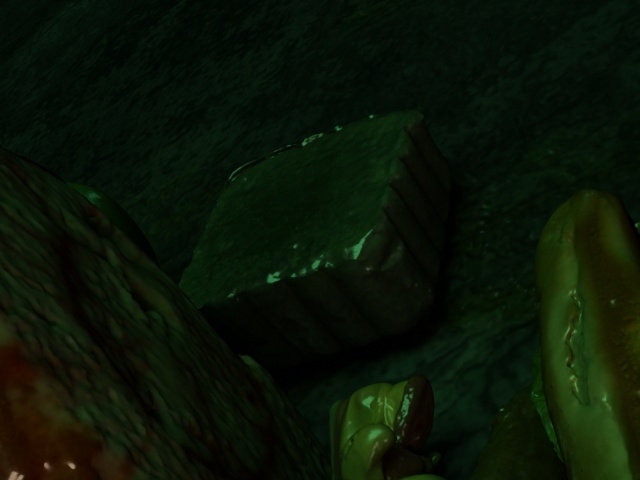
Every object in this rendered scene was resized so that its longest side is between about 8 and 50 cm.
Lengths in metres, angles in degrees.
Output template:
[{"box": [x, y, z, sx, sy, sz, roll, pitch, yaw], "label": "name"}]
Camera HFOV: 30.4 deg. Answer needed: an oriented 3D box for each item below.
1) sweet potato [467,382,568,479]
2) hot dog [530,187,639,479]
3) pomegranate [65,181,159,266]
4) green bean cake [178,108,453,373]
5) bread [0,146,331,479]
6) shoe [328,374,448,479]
[{"box": [0.079, 0.166, 0.580, 0.067, 0.067, 0.274, -9, 35, 39], "label": "sweet potato"}, {"box": [0.167, 0.087, 0.549, 0.337, 0.135, 0.100, -92, 15, -55], "label": "hot dog"}, {"box": [-0.237, 0.028, 0.937, 0.187, 0.225, 0.187, -23, 48, 29], "label": "pomegranate"}, {"box": [0.000, 0.000, 0.850, 0.183, 0.094, 0.185, -21, 35, 29], "label": "green bean cake"}, {"box": [-0.118, 0.097, 0.609, 0.114, 0.328, 0.295, -39, 10, 10], "label": "bread"}, {"box": [0.040, 0.127, 0.663, 0.069, 0.072, 0.109, -32, 31, 21], "label": "shoe"}]
